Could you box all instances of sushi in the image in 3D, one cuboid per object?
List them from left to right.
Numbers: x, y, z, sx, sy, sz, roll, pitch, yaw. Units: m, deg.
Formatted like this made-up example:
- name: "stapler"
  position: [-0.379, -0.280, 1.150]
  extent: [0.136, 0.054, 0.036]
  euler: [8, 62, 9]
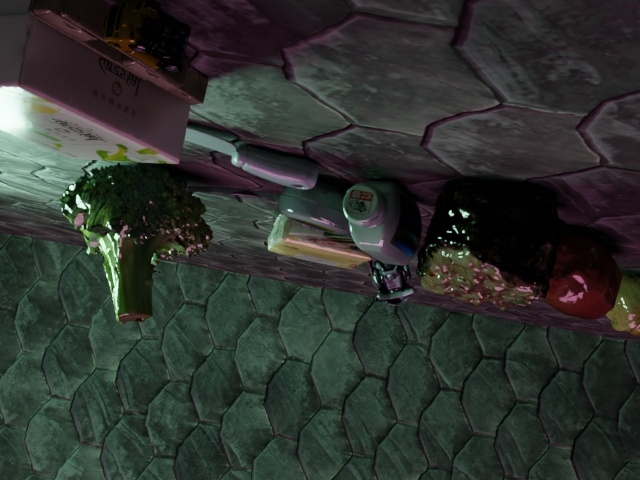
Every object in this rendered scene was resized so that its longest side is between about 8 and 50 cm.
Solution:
- name: "sushi"
  position: [0.272, 0.016, 1.311]
  extent: [0.211, 0.170, 0.350]
  euler: [13, 171, -5]

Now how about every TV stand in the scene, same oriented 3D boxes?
- name: "TV stand"
  position: [-0.200, -0.205, 0.846]
  extent: [0.042, 0.036, 0.249]
  euler: [3, 169, 29]

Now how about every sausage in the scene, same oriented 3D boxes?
- name: "sausage"
  position: [0.488, 0.069, 1.494]
  extent: [0.152, 0.152, 0.280]
  euler: [5, 170, 29]

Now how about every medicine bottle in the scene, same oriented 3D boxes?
- name: "medicine bottle"
  position: [0.105, -0.035, 1.329]
  extent: [0.083, 0.121, 0.229]
  euler: [7, 171, 23]

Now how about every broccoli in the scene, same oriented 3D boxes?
- name: "broccoli"
  position: [-0.336, -0.017, 1.517]
  extent: [0.249, 0.301, 0.375]
  euler: [-28, 178, -18]

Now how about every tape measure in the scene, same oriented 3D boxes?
- name: "tape measure"
  position: [-0.078, -0.085, 1.400]
  extent: [0.331, 0.084, 0.164]
  euler: [18, 170, -7]

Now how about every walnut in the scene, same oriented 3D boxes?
- name: "walnut"
  position: [0.711, 0.143, 1.770]
  extent: [0.167, 0.149, 0.166]
  euler: [38, -175, -4]

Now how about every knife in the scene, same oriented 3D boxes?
- name: "knife"
  position: [-0.151, -0.144, 1.212]
  extent: [0.332, 0.044, 0.080]
  euler: [17, 171, -24]

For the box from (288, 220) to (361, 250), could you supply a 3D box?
- name: "box"
  position: [0.055, -0.028, 1.591]
  extent: [0.199, 0.081, 0.135]
  euler: [7, 171, 33]

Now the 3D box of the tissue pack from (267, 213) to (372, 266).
- name: "tissue pack"
  position: [0.000, 0.000, 1.793]
  extent: [0.223, 0.090, 0.186]
  euler: [12, 169, -13]

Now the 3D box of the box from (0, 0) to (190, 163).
- name: "box"
  position: [-0.304, -0.177, 0.911]
  extent: [0.195, 0.110, 0.260]
  euler: [5, 168, 30]

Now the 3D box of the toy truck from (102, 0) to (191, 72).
- name: "toy truck"
  position: [-0.175, -0.204, 0.784]
  extent: [0.054, 0.049, 0.083]
  euler: [7, 172, 27]

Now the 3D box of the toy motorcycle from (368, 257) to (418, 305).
- name: "toy motorcycle"
  position: [0.169, 0.074, 1.889]
  extent: [0.106, 0.158, 0.270]
  euler: [-12, 171, 5]
